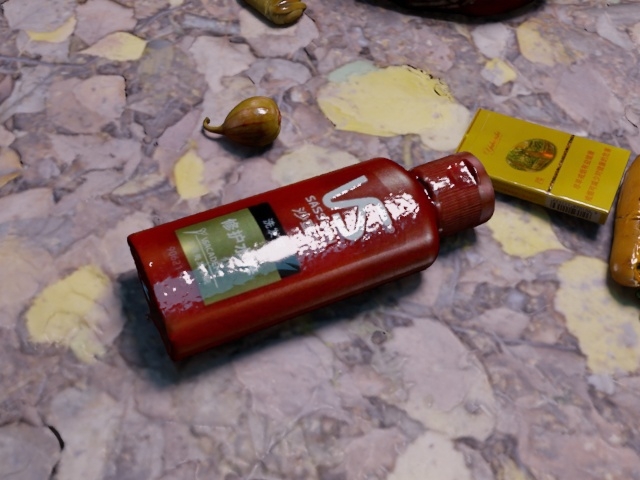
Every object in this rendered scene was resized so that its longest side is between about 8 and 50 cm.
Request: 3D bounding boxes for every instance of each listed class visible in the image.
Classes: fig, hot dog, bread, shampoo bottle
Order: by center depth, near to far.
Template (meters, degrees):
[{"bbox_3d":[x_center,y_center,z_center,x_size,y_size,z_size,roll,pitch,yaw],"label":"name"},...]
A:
[{"bbox_3d":[0.000,0.000,0.700,0.314,0.076,0.118,-18,56,-17],"label":"shampoo bottle"},{"bbox_3d":[0.310,-0.019,0.751,0.072,0.055,0.188,17,54,6],"label":"hot dog"},{"bbox_3d":[-0.078,-0.114,0.798,0.083,0.050,0.050,-2,53,18],"label":"fig"},{"bbox_3d":[-0.056,-0.275,0.916,0.049,0.034,0.088,-32,63,-31],"label":"bread"}]

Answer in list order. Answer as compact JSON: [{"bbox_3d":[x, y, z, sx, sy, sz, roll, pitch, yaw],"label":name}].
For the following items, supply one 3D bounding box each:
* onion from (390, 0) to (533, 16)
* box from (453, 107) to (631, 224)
[{"bbox_3d":[0.143,-0.420,0.903,0.336,0.260,0.282,25,62,12],"label":"onion"},{"bbox_3d":[0.210,-0.074,0.791,0.155,0.023,0.087,20,60,19],"label":"box"}]
